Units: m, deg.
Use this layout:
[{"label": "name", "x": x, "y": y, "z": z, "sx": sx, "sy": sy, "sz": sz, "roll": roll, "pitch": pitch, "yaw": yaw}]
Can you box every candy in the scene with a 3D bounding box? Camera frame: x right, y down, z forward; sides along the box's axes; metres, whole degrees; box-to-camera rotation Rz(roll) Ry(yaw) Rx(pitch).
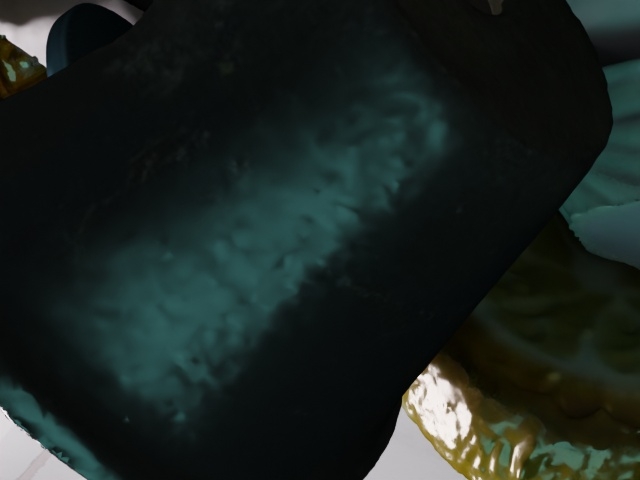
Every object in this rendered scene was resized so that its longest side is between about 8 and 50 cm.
[{"label": "candy", "x": 0.173, "y": 0.065, "z": 0.967, "sx": 0.260, "sy": 0.260, "sz": 0.118, "roll": 13, "pitch": 133, "yaw": 4}]

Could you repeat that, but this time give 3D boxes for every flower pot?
[{"label": "flower pot", "x": -0.007, "y": -0.066, "z": 0.775, "sx": 0.251, "sy": 0.379, "sz": 0.379, "roll": -35, "pitch": 127, "yaw": 29}]

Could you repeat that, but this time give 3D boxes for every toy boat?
[{"label": "toy boat", "x": 0.250, "y": -0.036, "z": 0.905, "sx": 0.290, "sy": 0.100, "sz": 0.199, "roll": 10, "pitch": 153, "yaw": 5}]

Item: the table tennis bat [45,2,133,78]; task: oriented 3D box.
[{"label": "table tennis bat", "x": -0.072, "y": -0.008, "z": 0.928, "sx": 0.044, "sy": 0.329, "sz": 0.215, "roll": -33, "pitch": 162, "yaw": 15}]

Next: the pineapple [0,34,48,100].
[{"label": "pineapple", "x": -0.232, "y": -0.130, "z": 0.961, "sx": 0.221, "sy": 0.047, "sz": 0.221, "roll": 38, "pitch": 173, "yaw": 5}]
